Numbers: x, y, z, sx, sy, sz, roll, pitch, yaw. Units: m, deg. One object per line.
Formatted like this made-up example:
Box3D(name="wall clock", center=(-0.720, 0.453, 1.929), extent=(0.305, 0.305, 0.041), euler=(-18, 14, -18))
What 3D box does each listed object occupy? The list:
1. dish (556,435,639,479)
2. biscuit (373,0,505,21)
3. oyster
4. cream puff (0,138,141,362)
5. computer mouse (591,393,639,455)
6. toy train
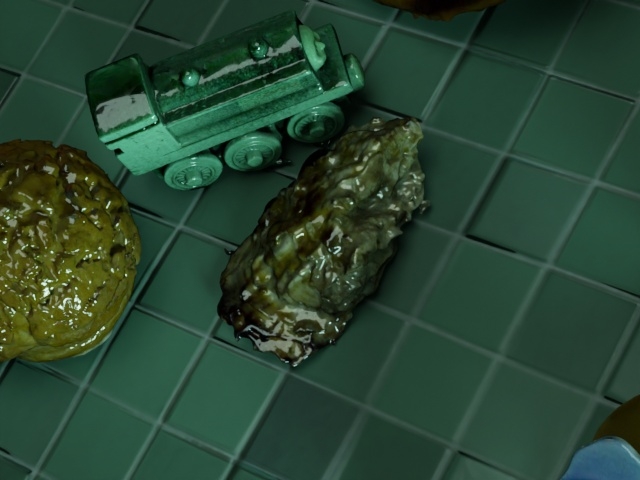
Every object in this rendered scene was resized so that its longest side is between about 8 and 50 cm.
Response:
Box3D(name="dish", center=(0.148, 0.207, 0.877), extent=(0.228, 0.086, 0.236), euler=(36, 117, 28))
Box3D(name="biscuit", center=(0.079, -0.301, 1.112), extent=(0.318, 0.040, 0.317), euler=(7, 99, 49))
Box3D(name="oyster", center=(0.004, -0.007, 1.088), extent=(0.177, 0.056, 0.105), euler=(-43, 49, 1))
Box3D(name="cream puff", center=(-0.195, 0.003, 1.119), extent=(0.165, 0.115, 0.150), euler=(9, 64, 26))
Box3D(name="computer mouse", center=(0.261, 0.124, 0.917), extent=(0.245, 0.056, 0.126), euler=(-10, 61, 15))
Box3D(name="toy train", center=(-0.059, -0.091, 1.120), extent=(0.170, 0.111, 0.071), euler=(-20, 63, 11))
